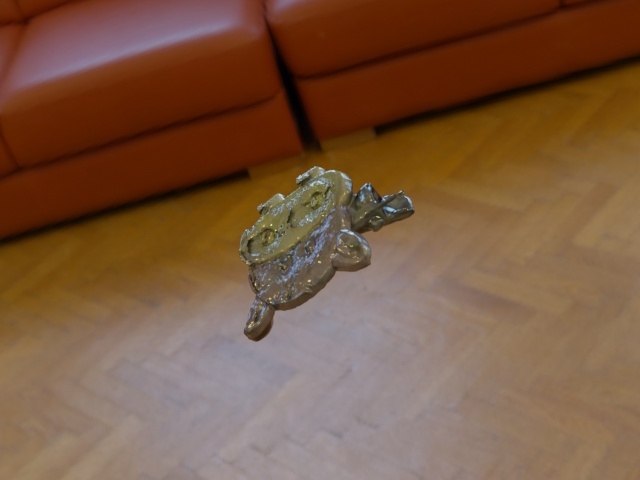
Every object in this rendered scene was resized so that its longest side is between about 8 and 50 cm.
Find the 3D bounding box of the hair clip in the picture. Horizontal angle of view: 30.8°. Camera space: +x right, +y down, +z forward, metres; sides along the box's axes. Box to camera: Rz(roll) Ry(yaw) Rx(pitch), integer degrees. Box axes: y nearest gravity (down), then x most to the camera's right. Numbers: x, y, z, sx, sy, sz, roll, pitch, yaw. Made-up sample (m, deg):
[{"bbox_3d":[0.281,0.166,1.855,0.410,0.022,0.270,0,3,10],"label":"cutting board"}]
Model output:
[{"bbox_3d":[-0.004,-0.004,1.079,0.187,0.056,0.146,-27,47,20],"label":"hair clip"}]
